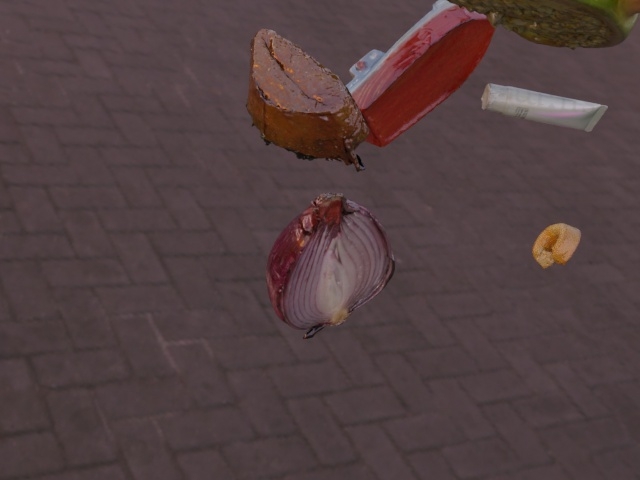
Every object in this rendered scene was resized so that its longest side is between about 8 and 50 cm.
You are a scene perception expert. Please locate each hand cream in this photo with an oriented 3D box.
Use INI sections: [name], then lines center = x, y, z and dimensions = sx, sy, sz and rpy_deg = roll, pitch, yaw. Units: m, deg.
[hand cream]
center = 0.379, -0.226, 1.677
dimensions = 0.205, 0.078, 0.050
rpy_deg = 10, 60, -4

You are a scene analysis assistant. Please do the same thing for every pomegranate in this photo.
[pomegranate]
center = 0.332, -0.381, 1.271
dimensions = 0.358, 0.216, 0.310
rpy_deg = 7, -5, 35

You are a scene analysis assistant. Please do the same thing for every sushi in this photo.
[sushi]
center = -0.047, -0.208, 1.504
dimensions = 0.287, 0.149, 0.140
rpy_deg = 39, -11, 21

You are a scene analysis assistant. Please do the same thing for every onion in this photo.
[onion]
center = 0.000, 0.000, 1.915
dimensions = 0.267, 0.349, 0.159
rpy_deg = -23, 45, -24

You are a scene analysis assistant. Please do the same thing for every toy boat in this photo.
[toy boat]
center = 0.172, -0.322, 1.749
dimensions = 0.133, 0.332, 0.145
rpy_deg = 45, -6, 43

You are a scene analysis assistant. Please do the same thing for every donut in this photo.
[donut]
center = 0.463, 0.006, 1.934
dimensions = 0.043, 0.108, 0.097
rpy_deg = 34, 62, -17
